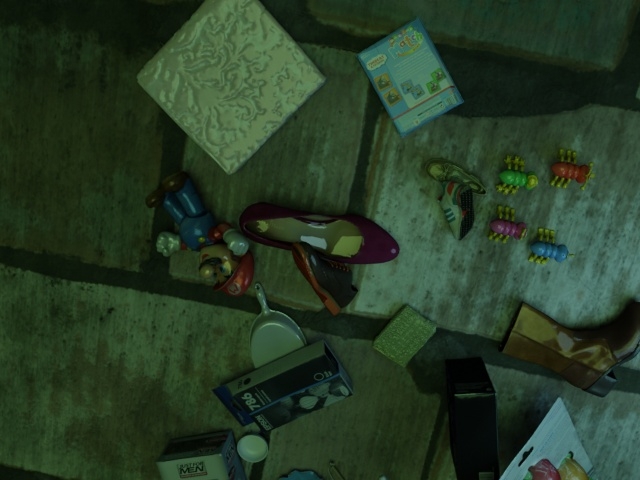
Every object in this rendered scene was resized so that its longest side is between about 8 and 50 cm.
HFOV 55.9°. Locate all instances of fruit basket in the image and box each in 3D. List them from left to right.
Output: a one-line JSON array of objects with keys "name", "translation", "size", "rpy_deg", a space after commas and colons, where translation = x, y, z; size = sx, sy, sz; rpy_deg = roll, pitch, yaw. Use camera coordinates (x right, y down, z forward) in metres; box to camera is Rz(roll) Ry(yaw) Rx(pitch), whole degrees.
[{"name": "fruit basket", "translation": [0.539, 0.607, 1.471], "size": [0.327, 0.165, 0.353], "rpy_deg": [-44, 114, -22]}]

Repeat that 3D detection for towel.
[{"name": "towel", "translation": [-0.202, -0.370, 1.378], "size": [0.332, 0.053, 0.317], "rpy_deg": [-42, 99, 13]}, {"name": "towel", "translation": [0.210, 0.239, 1.518], "size": [0.110, 0.027, 0.148], "rpy_deg": [35, 105, -4]}]

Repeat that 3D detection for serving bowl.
[{"name": "serving bowl", "translation": [-0.181, 0.554, 1.627], "size": [0.083, 0.027, 0.083], "rpy_deg": [1, 105, 5]}]

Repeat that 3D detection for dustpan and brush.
[{"name": "dustpan and brush", "translation": [-0.129, 0.209, 1.527], "size": [0.147, 0.060, 0.211], "rpy_deg": [-17, 109, 5]}]

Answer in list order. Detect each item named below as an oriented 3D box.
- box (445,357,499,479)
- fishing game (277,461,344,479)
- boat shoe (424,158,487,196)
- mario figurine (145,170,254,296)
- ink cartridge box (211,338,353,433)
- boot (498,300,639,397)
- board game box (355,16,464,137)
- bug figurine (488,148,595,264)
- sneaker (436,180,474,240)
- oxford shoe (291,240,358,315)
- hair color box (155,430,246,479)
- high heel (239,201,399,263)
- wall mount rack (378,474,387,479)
[{"name": "box", "translation": [0.370, 0.447, 1.479], "size": [0.103, 0.184, 0.261], "rpy_deg": [-4, 104, 8]}, {"name": "fishing game", "translation": [-0.045, 0.714, 1.653], "size": [0.264, 0.041, 0.189], "rpy_deg": [-30, 103, 11]}, {"name": "boat shoe", "translation": [0.315, -0.144, 1.399], "size": [0.153, 0.048, 0.056], "rpy_deg": [27, 105, -3]}, {"name": "mario figurine", "translation": [-0.284, 0.002, 1.410], "size": [0.170, 0.198, 0.320], "rpy_deg": [-39, 94, -15]}, {"name": "ink cartridge box", "translation": [-0.099, 0.388, 1.539], "size": [0.333, 0.065, 0.165], "rpy_deg": [-27, 119, 11]}, {"name": "boot", "translation": [0.613, 0.215, 1.469], "size": [0.280, 0.096, 0.264], "rpy_deg": [26, 112, 5]}, {"name": "board game box", "translation": [0.200, -0.364, 1.356], "size": [0.160, 0.039, 0.211], "rpy_deg": [-29, 101, 10]}, {"name": "bug figurine", "translation": [0.504, -0.074, 1.392], "size": [0.216, 0.072, 0.279], "rpy_deg": [9, 105, 2]}, {"name": "sneaker", "translation": [0.312, -0.074, 1.410], "size": [0.057, 0.075, 0.161], "rpy_deg": [-39, 138, -24]}, {"name": "oxford shoe", "translation": [0.012, 0.071, 1.411], "size": [0.098, 0.097, 0.271], "rpy_deg": [-35, 142, -3]}, {"name": "hair color box", "translation": [-0.289, 0.716, 1.630], "size": [0.185, 0.113, 0.374], "rpy_deg": [-11, 104, 10]}, {"name": "high heel", "translation": [0.000, 0.000, 1.391], "size": [0.377, 0.181, 0.127], "rpy_deg": [11, 105, 1]}, {"name": "wall mount rack", "translation": [0.115, 0.735, 1.588], "size": [0.350, 0.130, 0.304], "rpy_deg": [-23, 106, 4]}]
